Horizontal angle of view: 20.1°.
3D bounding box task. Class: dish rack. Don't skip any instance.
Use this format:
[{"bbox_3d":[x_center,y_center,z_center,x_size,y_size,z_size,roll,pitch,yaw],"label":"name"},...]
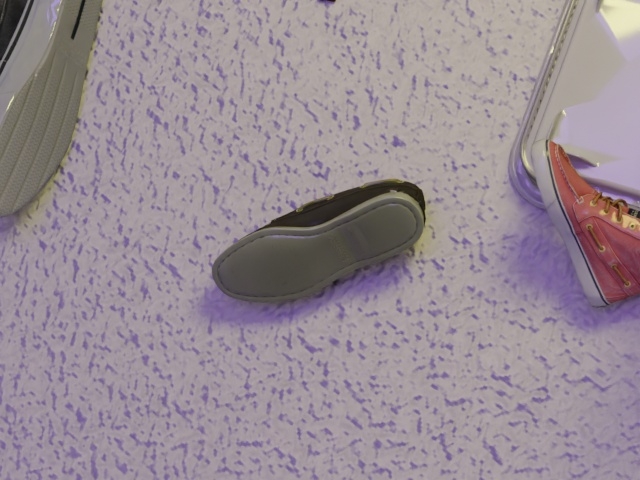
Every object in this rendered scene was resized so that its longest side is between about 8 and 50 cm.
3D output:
[{"bbox_3d":[0.366,-0.138,1.751,0.333,0.072,0.285,18,81,19],"label":"dish rack"}]

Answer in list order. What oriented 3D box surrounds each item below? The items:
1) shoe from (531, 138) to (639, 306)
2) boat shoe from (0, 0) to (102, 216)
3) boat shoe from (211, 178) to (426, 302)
[{"bbox_3d":[0.267,-0.025,1.717,0.081,0.063,0.178,-19,105,23],"label":"shoe"},{"bbox_3d":[-0.329,-0.180,1.957,0.119,0.121,0.335,7,67,26],"label":"boat shoe"},{"bbox_3d":[0.000,0.000,1.826,0.227,0.069,0.081,-18,111,16],"label":"boat shoe"}]
